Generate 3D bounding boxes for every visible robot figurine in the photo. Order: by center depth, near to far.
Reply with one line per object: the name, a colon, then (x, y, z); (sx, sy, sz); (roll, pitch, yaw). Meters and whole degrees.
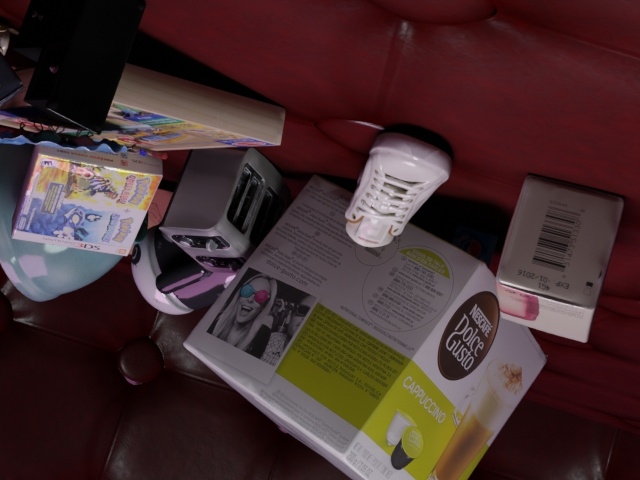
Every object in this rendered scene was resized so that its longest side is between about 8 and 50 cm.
robot figurine: (-0.193, 0.019, 2.031); (0.278, 0.174, 0.209); (-22, 154, 19)

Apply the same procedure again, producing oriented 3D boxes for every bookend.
bookend: (-0.286, -0.202, 1.289); (0.157, 0.156, 0.072); (7, 166, 46)

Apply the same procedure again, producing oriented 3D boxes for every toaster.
toaster: (-0.140, -0.054, 1.785); (0.110, 0.186, 0.168); (9, 158, 28)

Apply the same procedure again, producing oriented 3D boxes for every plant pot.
plant pot: (-0.410, -0.059, 1.979); (0.196, 0.293, 0.293); (-12, 161, 12)

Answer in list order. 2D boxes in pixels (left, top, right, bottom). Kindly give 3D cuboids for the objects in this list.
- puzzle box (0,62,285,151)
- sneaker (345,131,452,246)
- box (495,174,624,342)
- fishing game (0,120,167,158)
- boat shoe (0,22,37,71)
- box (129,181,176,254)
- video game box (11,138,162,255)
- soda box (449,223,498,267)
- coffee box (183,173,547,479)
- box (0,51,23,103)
puzzle box: (-0.273, -0.171, 1.565); (0.272, 0.052, 0.409); (11, 175, -37)
sneaker: (0.095, -0.053, 1.525); (0.106, 0.123, 0.290); (20, 168, -2)
box: (0.307, 0.028, 1.519); (0.127, 0.149, 0.232); (15, 168, 13)
fishing game: (-0.342, -0.138, 1.537); (0.264, 0.041, 0.189); (4, -174, -27)
boat shoe: (-0.415, -0.254, 1.501); (0.059, 0.063, 0.170); (3, 173, 40)
box: (-0.312, -0.035, 2.231); (0.164, 0.021, 0.201); (15, 135, 23)
video game box: (-0.356, -0.064, 1.782); (0.187, 0.048, 0.205); (7, 140, -22)
soda box: (0.230, 0.036, 1.878); (0.067, 0.071, 0.210); (17, 169, 5)
coffee box: (0.079, 0.166, 1.762); (0.338, 0.334, 0.337); (29, 167, 37)
box: (-0.431, -0.238, 1.294); (0.233, 0.059, 0.183); (56, 159, -12)
